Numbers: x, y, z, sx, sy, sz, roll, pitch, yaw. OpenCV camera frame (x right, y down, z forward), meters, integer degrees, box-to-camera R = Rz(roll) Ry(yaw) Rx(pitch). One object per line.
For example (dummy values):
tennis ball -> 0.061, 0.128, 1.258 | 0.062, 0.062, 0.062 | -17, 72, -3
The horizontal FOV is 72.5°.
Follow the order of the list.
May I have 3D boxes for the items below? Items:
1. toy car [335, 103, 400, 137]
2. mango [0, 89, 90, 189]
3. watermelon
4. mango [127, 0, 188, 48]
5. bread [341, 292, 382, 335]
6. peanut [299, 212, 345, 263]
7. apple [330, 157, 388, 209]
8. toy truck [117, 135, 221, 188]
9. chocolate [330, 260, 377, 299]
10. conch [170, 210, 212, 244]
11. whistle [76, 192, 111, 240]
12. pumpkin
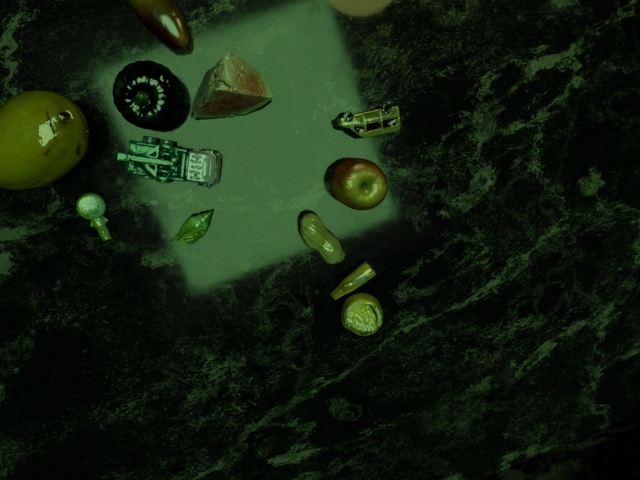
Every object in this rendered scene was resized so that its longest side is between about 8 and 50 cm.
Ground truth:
toy car -> 0.192, -0.476, 1.770 | 0.257, 0.101, 0.124 | -13, 106, -6
mango -> -1.047, -0.347, 1.565 | 0.445, 0.220, 0.301 | -29, 106, 2
watermelon -> -0.346, -0.554, 1.630 | 0.310, 0.231, 0.193 | 1, 67, 8
mango -> -0.584, -0.818, 1.588 | 0.267, 0.111, 0.133 | 43, 109, -15
bread -> 0.183, 0.328, 1.896 | 0.197, 0.170, 0.197 | 0, 93, 2
peanut -> 0.000, 0.000, 1.834 | 0.124, 0.123, 0.256 | -38, 107, 1
apple -> 0.154, -0.229, 1.782 | 0.235, 0.173, 0.210 | 42, 89, -22
toy truck -> -0.568, -0.293, 1.665 | 0.364, 0.178, 0.176 | 7, 100, -12
chocolate -> 0.140, 0.184, 1.911 | 0.219, 0.085, 0.085 | -39, 104, 5
conch -> -0.511, -0.048, 1.772 | 0.095, 0.079, 0.201 | 34, 112, -26
whistle -> -0.884, -0.093, 1.726 | 0.104, 0.057, 0.198 | -25, 112, -18
pumpkin -> -0.628, -0.519, 1.575 | 0.248, 0.248, 0.247 | -2, 101, -8
